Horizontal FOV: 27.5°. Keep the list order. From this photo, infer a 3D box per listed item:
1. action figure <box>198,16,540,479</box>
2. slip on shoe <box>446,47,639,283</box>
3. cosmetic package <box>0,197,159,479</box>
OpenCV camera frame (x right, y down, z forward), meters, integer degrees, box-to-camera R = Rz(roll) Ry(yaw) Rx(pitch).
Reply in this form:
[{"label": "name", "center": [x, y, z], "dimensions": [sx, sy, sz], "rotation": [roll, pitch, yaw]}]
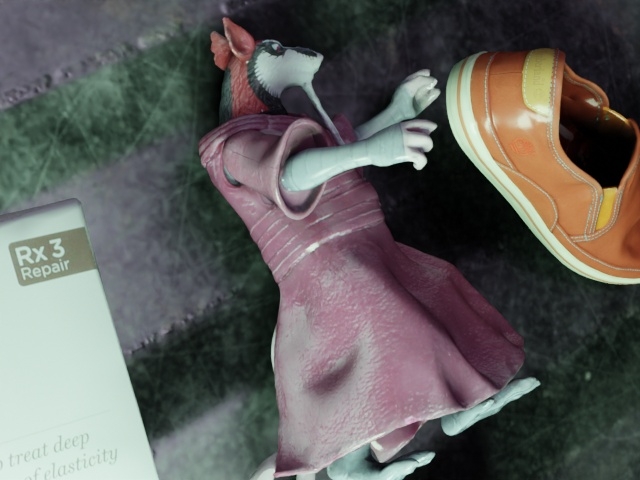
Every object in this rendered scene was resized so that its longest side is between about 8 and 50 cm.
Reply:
[{"label": "action figure", "center": [0.000, 0.000, 1.014], "dimensions": [0.275, 0.248, 0.370], "rotation": [-35, 83, 15]}, {"label": "slip on shoe", "center": [0.229, -0.056, 1.101], "dimensions": [0.331, 0.101, 0.123], "rotation": [37, 53, -43]}, {"label": "cosmetic package", "center": [-0.261, 0.105, 0.711], "dimensions": [0.217, 0.385, 0.156], "rotation": [-14, 87, -28]}]
